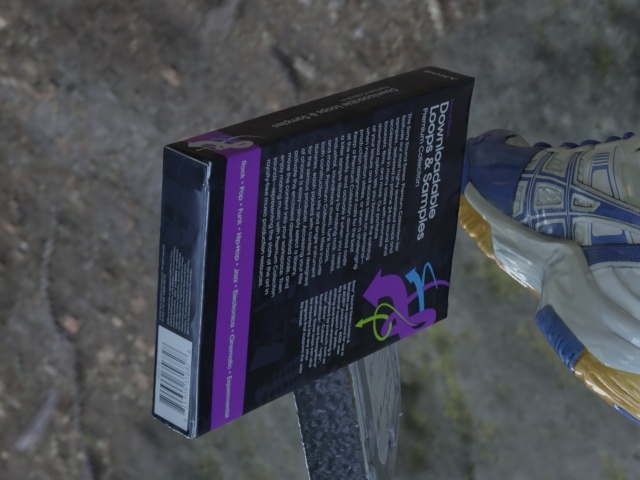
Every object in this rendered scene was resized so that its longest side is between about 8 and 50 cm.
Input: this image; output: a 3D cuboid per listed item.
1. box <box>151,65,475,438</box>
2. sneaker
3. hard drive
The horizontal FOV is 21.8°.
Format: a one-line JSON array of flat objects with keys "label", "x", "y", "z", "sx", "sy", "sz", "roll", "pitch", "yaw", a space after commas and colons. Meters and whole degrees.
[{"label": "box", "x": 0.000, "y": 0.000, "z": 0.674, "sx": 0.029, "sy": 0.162, "sz": 0.116, "roll": 24, "pitch": 120, "yaw": 37}, {"label": "sneaker", "x": 0.169, "y": -0.008, "z": 0.931, "sx": 0.112, "sy": 0.131, "sz": 0.296, "roll": 33, "pitch": -168, "yaw": -29}, {"label": "hard drive", "x": 0.022, "y": 0.097, "z": 1.541, "sx": 0.064, "sy": 0.237, "sz": 0.339, "roll": -2, "pitch": 123, "yaw": 10}]
